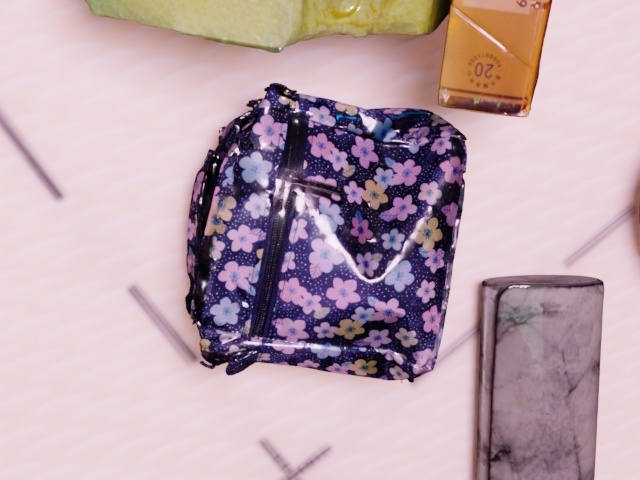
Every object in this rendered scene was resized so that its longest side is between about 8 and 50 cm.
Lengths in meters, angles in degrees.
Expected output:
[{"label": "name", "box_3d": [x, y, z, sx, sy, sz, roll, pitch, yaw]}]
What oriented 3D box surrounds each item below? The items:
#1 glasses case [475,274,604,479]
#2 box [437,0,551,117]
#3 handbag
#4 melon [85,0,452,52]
[{"label": "glasses case", "box_3d": [0.195, 0.181, 0.792, 0.114, 0.060, 0.299, -2, 98, -13]}, {"label": "box", "box_3d": [0.140, -0.219, 0.616, 0.070, 0.152, 0.237, 13, 114, 11]}, {"label": "handbag", "box_3d": [0.000, 0.000, 0.687, 0.208, 0.127, 0.228, 9, 95, -8]}, {"label": "melon", "box_3d": [0.018, -0.292, 0.550, 0.331, 0.226, 0.343, -2, 120, -22]}]
